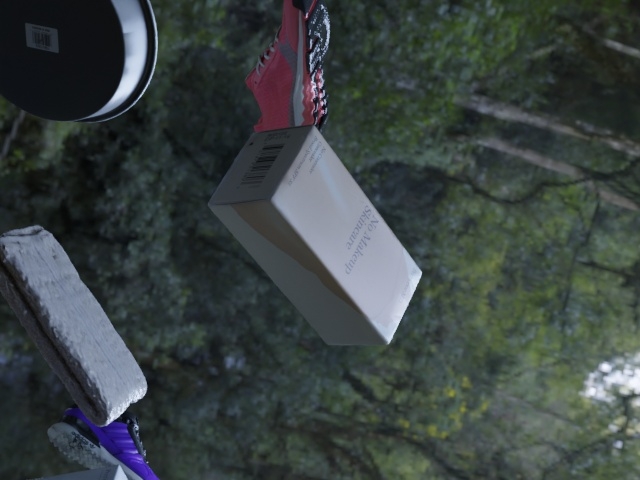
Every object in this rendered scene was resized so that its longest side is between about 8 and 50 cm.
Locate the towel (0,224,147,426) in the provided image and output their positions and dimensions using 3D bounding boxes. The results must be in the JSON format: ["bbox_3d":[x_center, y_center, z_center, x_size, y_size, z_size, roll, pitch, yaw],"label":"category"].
[{"bbox_3d":[-0.333,0.107,1.426,0.049,0.282,0.187,-33,-179,8],"label":"towel"}]

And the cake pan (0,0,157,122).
[{"bbox_3d":[-0.361,-0.285,1.465,0.293,0.293,0.054,-61,176,36],"label":"cake pan"}]

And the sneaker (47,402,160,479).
[{"bbox_3d":[-0.406,0.430,2.259,0.102,0.293,0.146,-39,-167,46],"label":"sneaker"}]

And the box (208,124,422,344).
[{"bbox_3d":[0.000,0.000,1.525,0.121,0.311,0.148,-3,-132,41],"label":"box"}]

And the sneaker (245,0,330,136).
[{"bbox_3d":[-0.063,-0.282,1.804,0.116,0.136,0.313,-66,161,-50],"label":"sneaker"}]

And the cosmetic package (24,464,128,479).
[{"bbox_3d":[-0.441,0.518,1.850,0.224,0.225,0.138,-83,159,-57],"label":"cosmetic package"}]
